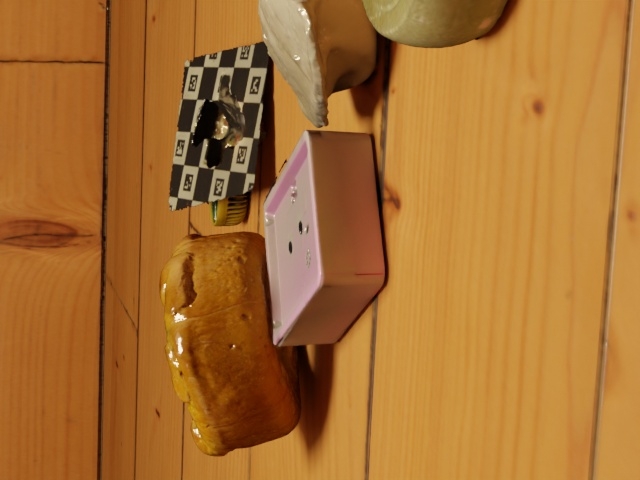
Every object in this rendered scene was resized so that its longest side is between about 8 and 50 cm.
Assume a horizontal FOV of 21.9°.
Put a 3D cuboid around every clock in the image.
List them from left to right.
[{"bbox_3d":[0.000,0.000,1.510,0.197,0.063,0.150,124,144,-65],"label":"clock"}]

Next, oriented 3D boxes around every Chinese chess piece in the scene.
[{"bbox_3d":[0.078,-0.229,1.160,0.188,0.083,0.188,179,90,-73],"label":"Chinese chess piece"}]

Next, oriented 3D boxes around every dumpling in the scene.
[{"bbox_3d":[0.000,-0.172,1.448,0.176,0.092,0.150,20,123,65],"label":"dumpling"}]

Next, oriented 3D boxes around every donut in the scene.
[{"bbox_3d":[-0.089,0.099,1.661,0.226,0.114,0.226,-10,-90,-83],"label":"donut"}]

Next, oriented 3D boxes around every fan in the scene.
[{"bbox_3d":[-0.118,-0.061,2.031,0.155,0.039,0.082,-161,70,-76],"label":"fan"}]

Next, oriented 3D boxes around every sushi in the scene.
[{"bbox_3d":[-0.104,-0.131,1.931,0.210,0.040,0.192,-7,75,57],"label":"sushi"}]
